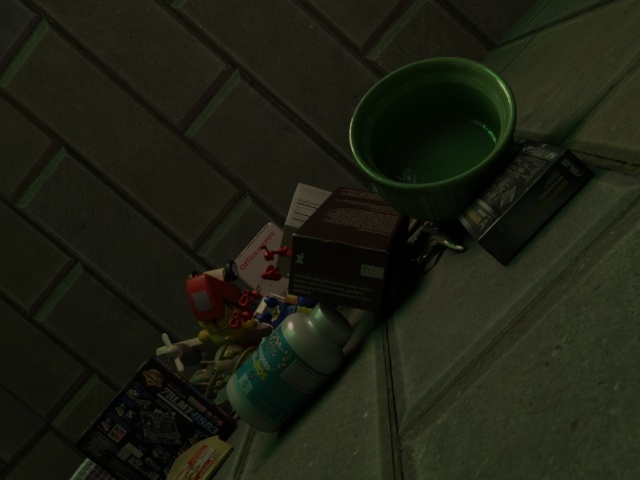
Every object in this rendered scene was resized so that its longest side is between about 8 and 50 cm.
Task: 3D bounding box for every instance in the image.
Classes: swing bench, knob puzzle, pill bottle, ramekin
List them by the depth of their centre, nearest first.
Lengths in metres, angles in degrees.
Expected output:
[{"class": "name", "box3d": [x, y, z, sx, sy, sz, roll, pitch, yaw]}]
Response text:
[{"class": "ramekin", "box3d": [0.219, -0.183, 1.276, 0.303, 0.303, 0.148, -50, -34, -12]}, {"class": "pill bottle", "box3d": [-0.055, 0.245, 1.343, 0.264, 0.146, 0.146, -48, 5, 13]}, {"class": "knob puzzle", "box3d": [-0.305, 0.558, 1.644, 0.213, 0.030, 0.213, -33, 20, 14]}, {"class": "swing bench", "box3d": [-0.389, 0.496, 2.066, 0.253, 0.165, 0.254, -122, 34, -83]}]

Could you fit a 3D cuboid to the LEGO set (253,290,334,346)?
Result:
[{"class": "LEGO set", "box3d": [-0.075, 0.174, 1.779, 0.107, 0.132, 0.287, 14, 41, 35]}]

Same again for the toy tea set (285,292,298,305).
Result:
[{"class": "toy tea set", "box3d": [-0.002, 0.173, 1.657, 0.336, 0.124, 0.200, -68, -27, -10]}]

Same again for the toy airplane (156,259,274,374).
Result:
[{"class": "toy airplane", "box3d": [-0.242, 0.272, 1.914, 0.272, 0.385, 0.386, -93, 28, -45]}]

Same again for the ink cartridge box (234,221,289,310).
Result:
[{"class": "ink cartridge box", "box3d": [-0.127, 0.104, 2.214, 0.207, 0.283, 0.117, -49, 5, -7]}]

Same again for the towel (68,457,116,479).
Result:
[{"class": "towel", "box3d": [-0.596, 0.722, 1.926, 0.283, 0.235, 0.121, -53, 10, -30]}]

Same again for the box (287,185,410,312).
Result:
[{"class": "box", "box3d": [0.077, 0.005, 1.455, 0.381, 0.191, 0.143, -48, -33, -67]}]

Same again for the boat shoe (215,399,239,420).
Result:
[{"class": "boat shoe", "box3d": [-0.268, 0.474, 1.912, 0.075, 0.065, 0.206, -51, 5, -20]}]

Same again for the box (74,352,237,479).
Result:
[{"class": "box", "box3d": [-0.420, 0.497, 1.749, 0.293, 0.295, 0.073, -51, 7, -8]}]

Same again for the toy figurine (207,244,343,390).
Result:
[{"class": "toy figurine", "box3d": [-0.060, 0.208, 1.464, 0.191, 0.217, 0.362, 30, -100, -63]}]

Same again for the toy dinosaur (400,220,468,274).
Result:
[{"class": "toy dinosaur", "box3d": [0.223, -0.004, 1.333, 0.118, 0.064, 0.268, -40, 11, 17]}]

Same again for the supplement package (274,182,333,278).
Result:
[{"class": "supplement package", "box3d": [0.000, 0.000, 1.828, 0.261, 0.204, 0.145, 108, 179, -56]}]

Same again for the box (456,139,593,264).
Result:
[{"class": "box", "box3d": [0.310, -0.068, 1.065, 0.183, 0.056, 0.231, -49, 5, 10]}]

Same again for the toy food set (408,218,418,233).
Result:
[{"class": "toy food set", "box3d": [0.207, -0.089, 1.774, 0.306, 0.092, 0.219, -54, 3, 14]}]
